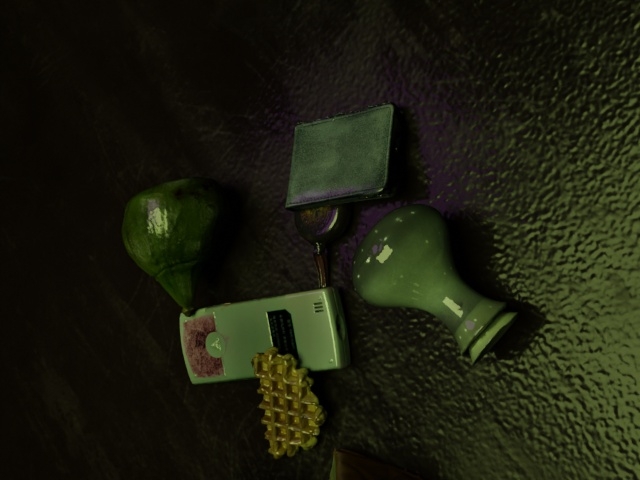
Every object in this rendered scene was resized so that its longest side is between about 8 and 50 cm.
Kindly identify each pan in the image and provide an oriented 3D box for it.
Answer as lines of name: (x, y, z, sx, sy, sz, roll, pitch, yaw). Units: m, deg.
pan: (-0.002, 0.000, 1.755, 0.114, 0.040, 0.212, 1, 87, 39)

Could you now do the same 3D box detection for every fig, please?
fig: (-0.248, 0.015, 1.827, 0.203, 0.203, 0.235, -22, 78, 31)

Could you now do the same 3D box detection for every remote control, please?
remote control: (-0.107, 0.173, 1.803, 0.344, 0.050, 0.145, -10, 89, 33)

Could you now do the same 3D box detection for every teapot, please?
teapot: (0.177, 0.070, 1.564, 0.251, 0.183, 0.183, 41, 110, 15)

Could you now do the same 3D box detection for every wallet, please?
wallet: (0.039, -0.137, 1.715, 0.222, 0.036, 0.167, -9, 67, 35)

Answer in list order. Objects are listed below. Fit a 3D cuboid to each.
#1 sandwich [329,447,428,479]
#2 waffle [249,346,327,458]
sandwich: (0.058, 0.440, 1.596, 0.227, 0.198, 0.155, 17, 97, 33)
waffle: (-0.067, 0.279, 1.749, 0.160, 0.046, 0.192, -34, 91, 35)
